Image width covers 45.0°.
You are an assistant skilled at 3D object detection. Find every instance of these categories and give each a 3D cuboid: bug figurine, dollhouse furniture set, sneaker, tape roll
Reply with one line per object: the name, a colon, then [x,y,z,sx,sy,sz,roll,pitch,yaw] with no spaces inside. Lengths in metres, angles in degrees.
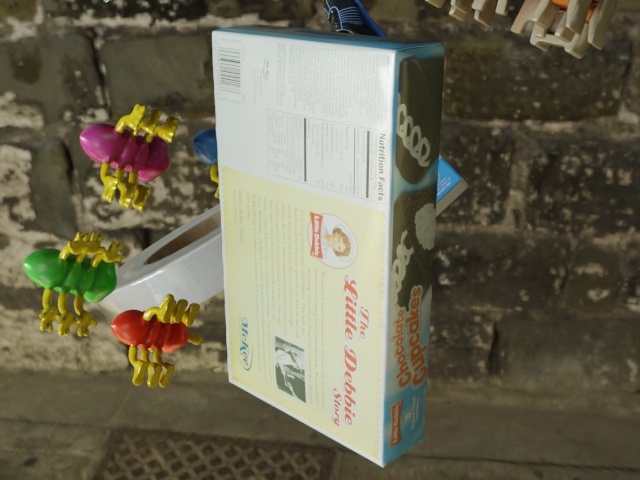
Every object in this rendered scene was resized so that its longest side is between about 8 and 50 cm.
bug figurine: [-0.154,-0.010,0.720,0.072,0.279,0.216,25,0,39]
dollhouse furniture set: [0.345,-0.389,1.211,0.262,0.135,0.259,27,13,41]
sneaker: [0.055,-0.456,1.650,0.091,0.081,0.232,-18,53,-27]
tape roll: [-0.164,0.006,1.193,0.392,0.072,0.392,-29,11,6]

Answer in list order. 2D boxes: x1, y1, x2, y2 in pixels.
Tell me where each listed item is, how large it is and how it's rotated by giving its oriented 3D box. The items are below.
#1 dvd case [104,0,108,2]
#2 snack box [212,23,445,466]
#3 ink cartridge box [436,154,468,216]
dvd case: [-0.258,-0.347,0.922,0.013,0.087,0.119,-16,35,27]
snack box: [0.000,0.000,0.617,0.187,0.321,0.060,19,28,40]
ink cartridge box: [0.107,-0.112,1.214,0.203,0.148,0.086,50,12,16]
